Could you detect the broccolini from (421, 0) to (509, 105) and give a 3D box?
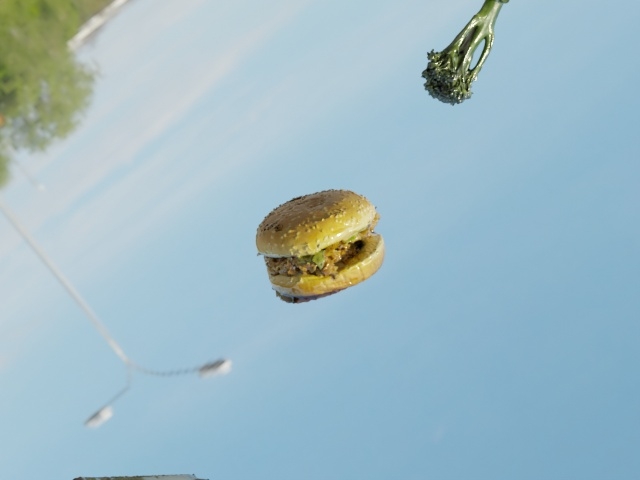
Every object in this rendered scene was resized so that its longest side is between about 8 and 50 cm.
[{"bbox_3d":[0.170,-0.248,1.410,0.216,0.058,0.067,-67,161,-2],"label":"broccolini"}]

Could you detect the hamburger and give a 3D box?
[{"bbox_3d":[0.004,-0.004,1.852,0.191,0.118,0.182,-24,-155,-25],"label":"hamburger"}]

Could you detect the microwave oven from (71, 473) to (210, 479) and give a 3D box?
[{"bbox_3d":[-0.211,0.387,1.524,0.178,0.188,0.247,-52,150,14],"label":"microwave oven"}]
